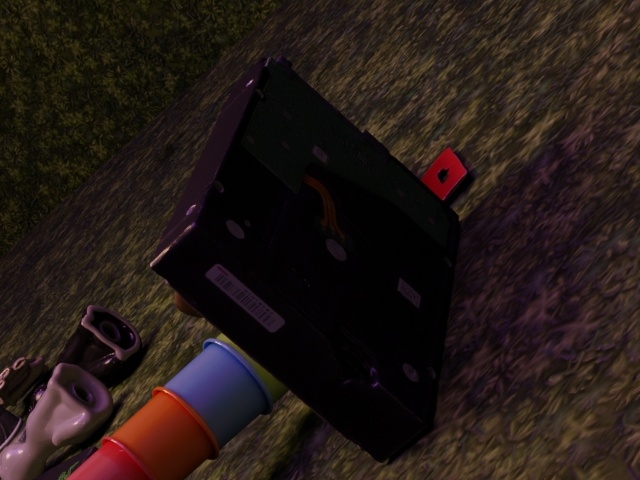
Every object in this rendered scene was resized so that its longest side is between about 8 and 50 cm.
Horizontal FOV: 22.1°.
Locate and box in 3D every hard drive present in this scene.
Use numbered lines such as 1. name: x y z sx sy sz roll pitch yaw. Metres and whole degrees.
1. hard drive: 0.000 0.000 1.321 0.064 0.237 0.339 -41 16 26

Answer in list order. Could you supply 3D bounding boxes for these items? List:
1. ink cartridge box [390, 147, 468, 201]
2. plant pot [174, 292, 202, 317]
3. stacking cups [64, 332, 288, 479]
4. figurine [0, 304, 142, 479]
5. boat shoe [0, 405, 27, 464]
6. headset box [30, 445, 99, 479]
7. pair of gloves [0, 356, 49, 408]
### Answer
1. ink cartridge box: 0.032 -0.017 1.599 0.231 0.078 0.134 -47 13 8
2. plant pot: -0.053 0.003 1.725 0.236 0.032 0.236 -40 -16 -14
3. stacking cups: -0.087 0.141 1.401 0.316 0.096 0.096 -44 11 -23
4. figurine: -0.336 0.221 2.114 0.209 0.092 0.215 -50 12 31
5. boat shoe: -0.540 0.342 2.343 0.301 0.102 0.108 -43 15 20
6. headset box: -0.265 0.338 1.436 0.246 0.131 0.283 -32 21 48
7. pair of gloves: -0.501 0.268 2.484 0.240 0.042 0.204 -46 -5 -10
